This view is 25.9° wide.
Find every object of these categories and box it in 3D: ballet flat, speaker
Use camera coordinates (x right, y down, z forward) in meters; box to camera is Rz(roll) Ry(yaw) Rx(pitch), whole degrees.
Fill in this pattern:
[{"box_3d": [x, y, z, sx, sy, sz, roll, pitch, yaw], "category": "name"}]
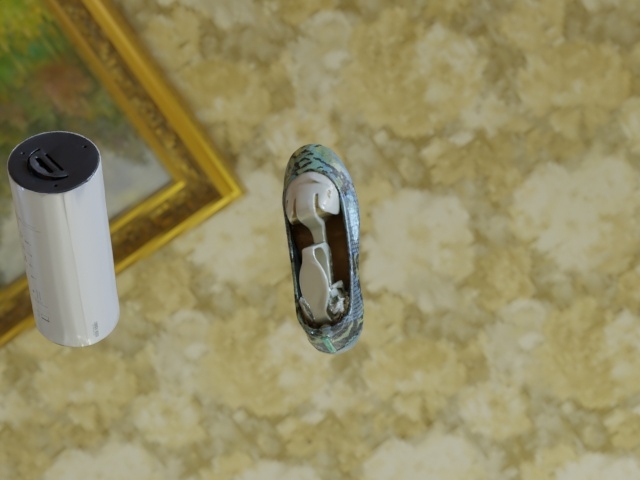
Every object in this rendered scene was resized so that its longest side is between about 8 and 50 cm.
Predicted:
[{"box_3d": [0.000, 0.000, 1.163, 0.070, 0.188, 0.070, -10, 163, -3], "category": "ballet flat"}, {"box_3d": [-0.154, 0.001, 0.840, 0.055, 0.136, 0.055, 1, -135, -1], "category": "speaker"}]
